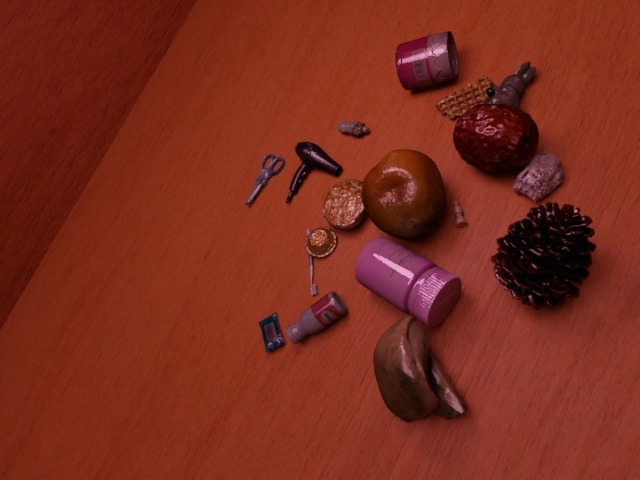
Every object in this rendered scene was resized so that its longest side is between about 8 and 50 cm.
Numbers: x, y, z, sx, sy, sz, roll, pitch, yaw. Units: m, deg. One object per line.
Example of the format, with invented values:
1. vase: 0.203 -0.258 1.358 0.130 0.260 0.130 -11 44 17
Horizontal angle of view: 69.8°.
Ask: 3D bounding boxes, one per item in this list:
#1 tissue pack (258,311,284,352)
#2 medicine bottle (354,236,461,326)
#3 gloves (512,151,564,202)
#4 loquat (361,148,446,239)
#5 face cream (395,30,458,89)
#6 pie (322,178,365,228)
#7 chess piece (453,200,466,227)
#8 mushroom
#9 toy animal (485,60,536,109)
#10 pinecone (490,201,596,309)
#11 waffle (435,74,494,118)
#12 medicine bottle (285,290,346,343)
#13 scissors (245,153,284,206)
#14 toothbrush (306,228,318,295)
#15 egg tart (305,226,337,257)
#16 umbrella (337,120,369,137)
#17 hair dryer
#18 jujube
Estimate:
1. tissue pack: -0.181 0.339 1.686 0.085 0.028 0.138 -30 51 13
2. medicine bottle: 0.265 0.122 1.417 0.290 0.178 0.178 30 86 37
3. gloves: 0.663 -0.193 1.385 0.153 0.070 0.114 -50 52 -1
4. loquat: 0.276 -0.148 1.495 0.276 0.276 0.284 -40 72 10
5. face cream: 0.397 -0.665 1.705 0.194 0.175 0.175 -3 67 30
6. pie: 0.102 -0.132 1.694 0.178 0.084 0.205 24 80 36
7. chess piece: 0.449 -0.090 1.495 0.035 0.035 0.092 -18 56 24
8. mushroom: 0.234 0.397 1.278 0.217 0.212 0.292 -39 81 25
9. toy animal: 0.631 -0.485 1.539 0.138 0.108 0.236 46 71 -3
10. pinecone: 0.588 0.031 1.199 0.246 0.292 0.246 4 42 -4
11. waffle: 0.521 -0.513 1.639 0.192 0.046 0.160 -50 53 1
12. medicine bottle: -0.018 0.269 1.576 0.216 0.090 0.090 -38 54 12
13. scissors: -0.256 -0.264 2.010 0.125 0.030 0.256 25 80 39
14. toothbrush: -0.033 0.076 1.721 0.025 0.019 0.276 -15 61 19
15. egg tart: 0.000 0.000 1.709 0.128 0.049 0.129 -7 64 15
16. umbrella: 0.132 -0.451 1.846 0.143 0.062 0.067 16 47 37
17. hair dryer: -0.053 -0.253 1.872 0.235 0.091 0.272 37 102 28
18. jujube: 0.538 -0.315 1.432 0.232 0.213 0.213 32 87 46
